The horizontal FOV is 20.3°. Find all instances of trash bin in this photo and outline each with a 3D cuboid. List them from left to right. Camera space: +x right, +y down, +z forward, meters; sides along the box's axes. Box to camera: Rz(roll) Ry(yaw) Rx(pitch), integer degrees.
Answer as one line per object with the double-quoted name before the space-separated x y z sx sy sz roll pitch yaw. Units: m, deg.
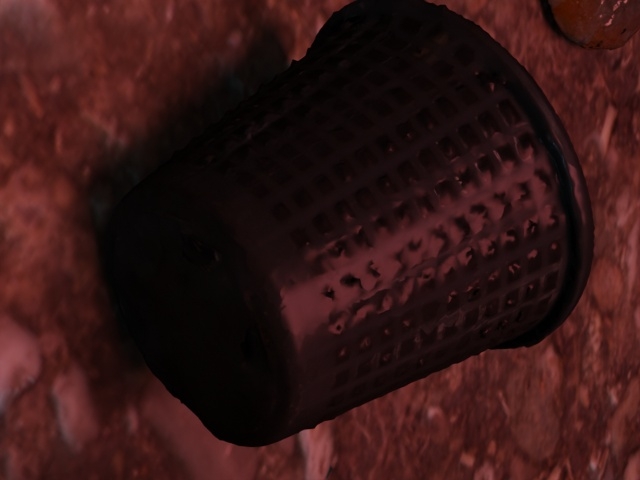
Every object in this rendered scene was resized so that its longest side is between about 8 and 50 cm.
"trash bin" 0.000 0.000 0.771 0.161 0.175 0.175 -29 122 -34

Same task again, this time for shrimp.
"shrimp" 0.174 -0.201 1.046 0.132 0.051 0.187 -26 122 -50
